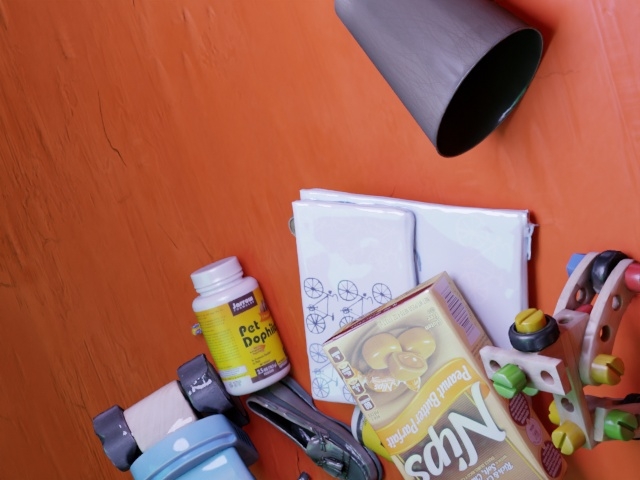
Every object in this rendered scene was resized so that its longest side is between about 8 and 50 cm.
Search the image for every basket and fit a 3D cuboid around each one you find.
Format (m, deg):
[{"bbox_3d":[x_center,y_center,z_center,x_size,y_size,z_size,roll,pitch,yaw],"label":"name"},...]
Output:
[{"bbox_3d":[0.134,-0.250,1.605,0.227,0.154,0.204,49,140,24],"label":"basket"}]

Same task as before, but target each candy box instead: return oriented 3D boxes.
[{"bbox_3d":[0.166,0.222,1.748,0.183,0.087,0.316,-31,93,28],"label":"candy box"}]

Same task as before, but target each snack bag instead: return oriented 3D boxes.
[{"bbox_3d":[0.129,0.097,1.795,0.342,0.037,0.323,7,114,25],"label":"snack bag"}]

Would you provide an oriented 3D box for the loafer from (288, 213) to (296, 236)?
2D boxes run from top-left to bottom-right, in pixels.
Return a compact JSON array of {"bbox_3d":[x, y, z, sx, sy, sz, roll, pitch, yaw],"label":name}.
[{"bbox_3d":[0.000,0.000,1.993,0.148,0.050,0.056,32,133,35],"label":"loafer"}]

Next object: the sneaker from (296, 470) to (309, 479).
[{"bbox_3d":[-0.029,0.447,2.315,0.043,0.040,0.109,28,137,16],"label":"sneaker"}]

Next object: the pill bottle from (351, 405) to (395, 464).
[{"bbox_3d":[0.157,0.286,1.916,0.208,0.119,0.119,25,129,37],"label":"pill bottle"}]

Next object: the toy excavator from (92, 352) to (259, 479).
[{"bbox_3d":[-0.162,0.471,2.280,0.445,0.222,0.433,60,179,20],"label":"toy excavator"}]

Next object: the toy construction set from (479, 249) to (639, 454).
[{"bbox_3d":[0.331,0.181,1.545,0.309,0.237,0.258,33,134,34],"label":"toy construction set"}]

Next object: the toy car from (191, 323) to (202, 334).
[{"bbox_3d":[-0.196,0.143,2.323,0.060,0.040,0.122,45,139,23],"label":"toy car"}]

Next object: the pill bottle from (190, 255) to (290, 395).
[{"bbox_3d":[-0.138,0.140,2.189,0.117,0.117,0.215,-13,102,53],"label":"pill bottle"}]

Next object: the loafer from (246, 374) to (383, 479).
[{"bbox_3d":[-0.015,0.328,2.180,0.267,0.084,0.096,39,137,30],"label":"loafer"}]
